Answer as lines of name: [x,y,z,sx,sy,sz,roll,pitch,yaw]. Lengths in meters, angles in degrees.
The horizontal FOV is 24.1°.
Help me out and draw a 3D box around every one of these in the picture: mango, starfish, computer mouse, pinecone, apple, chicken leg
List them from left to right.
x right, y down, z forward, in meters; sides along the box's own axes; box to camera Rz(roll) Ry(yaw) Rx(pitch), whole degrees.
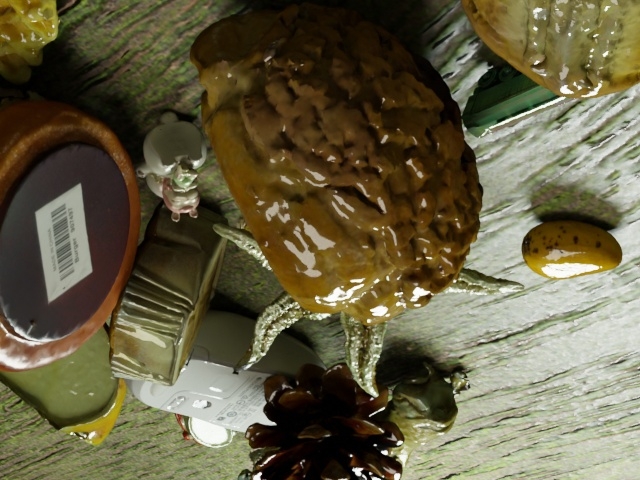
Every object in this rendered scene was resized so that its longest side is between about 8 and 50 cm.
apple: [-0.419,0.144,2.136,0.346,0.179,0.254,37,130,1]
computer mouse: [-0.136,0.175,2.105,0.297,0.121,0.184,13,135,-29]
pinecone: [0.006,0.289,2.012,0.202,0.201,0.229,-21,114,36]
chicken leg: [0.061,0.290,2.175,0.201,0.153,0.429,37,137,-14]
starfish: [0.054,0.060,1.760,0.357,0.078,0.347,1,133,-2]
mango: [0.284,0.012,1.699,0.114,0.057,0.079,7,140,11]

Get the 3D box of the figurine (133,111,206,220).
figurine: [-0.179,-0.072,1.754,0.081,0.098,0.146,7,148,-7]

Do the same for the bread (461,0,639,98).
bread: [0.229,-0.198,1.319,0.251,0.133,0.174,13,147,8]

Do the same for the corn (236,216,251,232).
corn: [0.000,0.000,1.812,0.206,0.067,0.067,12,149,3]

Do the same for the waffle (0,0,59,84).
waffle: [-0.423,-0.279,1.586,0.312,0.060,0.307,15,148,0]

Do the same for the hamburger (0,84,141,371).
hamburger: [-0.380,-0.020,1.703,0.250,0.330,0.330,16,152,27]

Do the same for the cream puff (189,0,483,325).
cream puff: [0.028,-0.089,1.477,0.231,0.343,0.327,-27,170,7]

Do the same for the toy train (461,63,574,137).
toy train: [0.203,-0.150,1.465,0.038,0.071,0.148,36,144,-28]

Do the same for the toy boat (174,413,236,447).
toy boat: [-0.181,0.271,2.327,0.089,0.071,0.185,-39,130,4]

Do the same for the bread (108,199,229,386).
bread: [-0.198,0.067,1.891,0.109,0.192,0.210,18,149,1]
